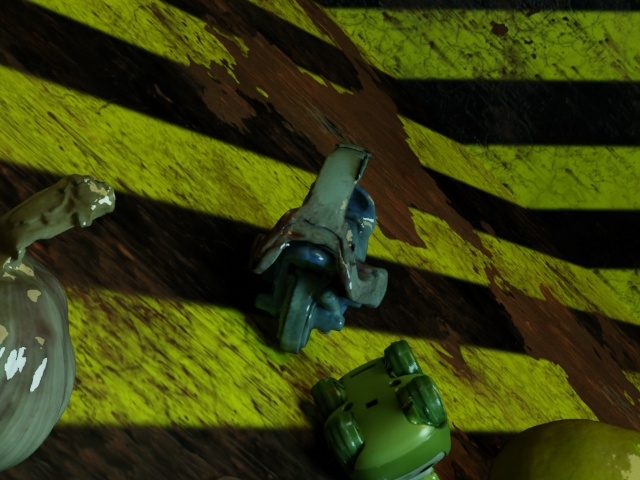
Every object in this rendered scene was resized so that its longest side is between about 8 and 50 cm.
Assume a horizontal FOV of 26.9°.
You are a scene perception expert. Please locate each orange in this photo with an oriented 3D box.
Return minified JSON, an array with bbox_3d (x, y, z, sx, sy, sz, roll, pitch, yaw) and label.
[{"bbox_3d":[0.355,0.361,1.781,0.279,0.279,0.235,30,59,-45],"label":"orange"}]

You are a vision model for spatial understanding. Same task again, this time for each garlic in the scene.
[{"bbox_3d":[-0.260,0.039,1.036,0.245,0.253,0.245,47,9,-10],"label":"garlic"}]

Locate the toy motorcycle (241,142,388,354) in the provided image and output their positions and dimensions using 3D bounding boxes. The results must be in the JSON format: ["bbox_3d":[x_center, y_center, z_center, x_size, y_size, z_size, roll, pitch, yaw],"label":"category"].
[{"bbox_3d":[0.022,0.010,1.749,0.182,0.241,0.319,40,18,-4],"label":"toy motorcycle"}]

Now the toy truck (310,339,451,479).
[{"bbox_3d":[0.089,0.234,1.623,0.210,0.148,0.187,60,3,-42],"label":"toy truck"}]

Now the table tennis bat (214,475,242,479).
[{"bbox_3d":[-0.077,0.300,1.285,0.131,0.022,0.234,50,17,0],"label":"table tennis bat"}]
